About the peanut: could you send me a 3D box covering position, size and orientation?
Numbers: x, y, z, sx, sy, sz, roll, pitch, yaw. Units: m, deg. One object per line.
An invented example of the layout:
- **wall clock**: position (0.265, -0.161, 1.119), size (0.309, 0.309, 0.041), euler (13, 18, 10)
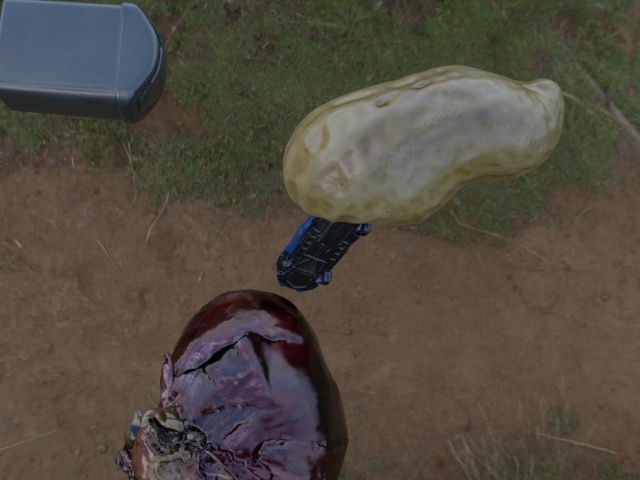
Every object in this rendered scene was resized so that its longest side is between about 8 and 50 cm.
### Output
- **peanut**: position (0.140, -0.122, 0.716), size (0.386, 0.169, 0.192), euler (-16, 116, -4)

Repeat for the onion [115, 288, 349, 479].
- **onion**: position (-0.081, 0.183, 0.609), size (0.281, 0.221, 0.281), euler (27, 55, -46)

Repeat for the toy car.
- **toy car**: position (0.000, 0.000, 0.921), size (0.103, 0.216, 0.063), euler (22, 30, -29)

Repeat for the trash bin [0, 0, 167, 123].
- **trash bin**: position (-0.361, -0.279, 0.842), size (0.236, 0.101, 0.177), euler (2, 78, -9)
